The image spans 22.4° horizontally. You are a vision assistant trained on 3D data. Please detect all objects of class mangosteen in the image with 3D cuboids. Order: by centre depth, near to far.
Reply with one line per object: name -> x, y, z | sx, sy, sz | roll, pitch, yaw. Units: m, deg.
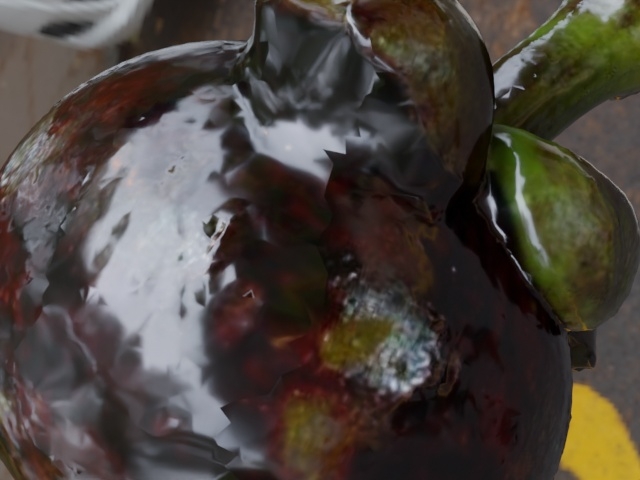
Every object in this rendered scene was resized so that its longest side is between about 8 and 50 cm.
mangosteen -> -0.006, 0.009, 0.417 | 0.172, 0.172, 0.184 | -121, 45, -58
